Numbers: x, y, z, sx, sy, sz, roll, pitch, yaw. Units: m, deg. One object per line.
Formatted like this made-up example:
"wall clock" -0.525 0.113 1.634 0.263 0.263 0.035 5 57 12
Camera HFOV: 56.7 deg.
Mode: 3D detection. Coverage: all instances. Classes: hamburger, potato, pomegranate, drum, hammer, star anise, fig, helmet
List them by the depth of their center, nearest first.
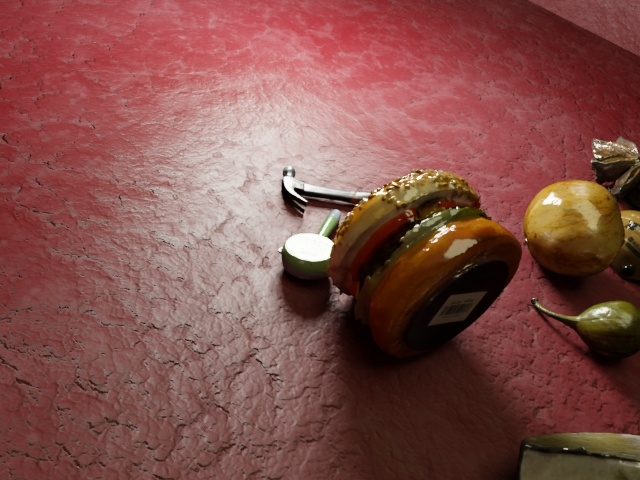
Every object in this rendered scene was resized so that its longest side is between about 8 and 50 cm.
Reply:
"potato" 0.437 0.420 0.957 0.189 0.211 0.264 -5 -9 29
"hamburger" 0.188 0.037 1.116 0.330 0.330 0.250 -15 50 -33
"fig" 0.569 0.171 1.273 0.236 0.124 0.124 18 38 22
"drum" -0.021 -0.002 1.279 0.130 0.049 0.253 6 31 -1
"pomegranate" 0.603 -0.027 1.408 0.248 0.248 0.248 10 41 -9
"hammer" 0.050 -0.105 1.427 0.289 0.037 0.137 9 41 -10
"helmet" 0.825 0.005 1.525 0.198 0.130 0.224 -29 60 -37
"star anise" 0.962 -0.201 1.816 0.331 0.118 0.332 8 51 -10
